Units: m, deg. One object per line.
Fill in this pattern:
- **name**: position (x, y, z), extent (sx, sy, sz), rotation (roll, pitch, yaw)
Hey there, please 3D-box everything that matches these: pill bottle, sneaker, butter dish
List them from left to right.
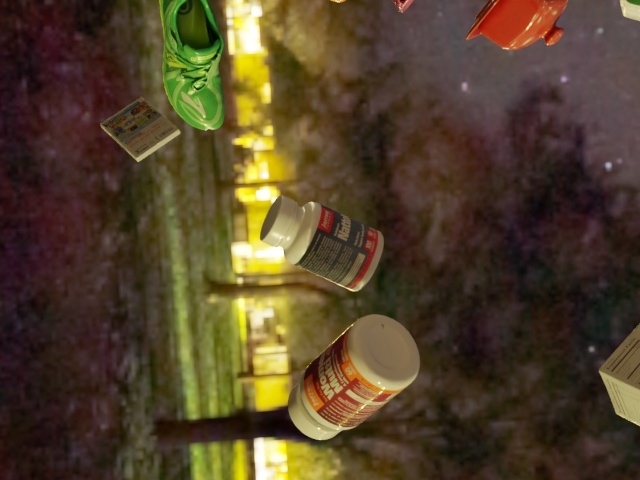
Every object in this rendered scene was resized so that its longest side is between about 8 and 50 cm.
- **sneaker**: position (-0.232, -0.331, 2.094), extent (0.123, 0.109, 0.295), rotation (-128, -155, -60)
- **pill bottle**: position (0.000, 0.000, 1.852), extent (0.108, 0.180, 0.108), rotation (-57, -163, 29)
- **pill bottle**: position (0.044, 0.212, 1.742), extent (0.221, 0.121, 0.121), rotation (-47, -141, 45)
- **butter dish**: position (0.336, -0.359, 1.834), extent (0.160, 0.118, 0.160), rotation (-34, 167, -50)

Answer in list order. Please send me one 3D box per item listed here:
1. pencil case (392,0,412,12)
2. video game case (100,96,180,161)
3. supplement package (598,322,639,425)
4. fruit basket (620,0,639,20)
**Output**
- **pencil case**: position (0.067, -0.455, 1.881), extent (0.098, 0.209, 0.095), rotation (-62, 180, -42)
- **video game case**: position (-0.300, -0.186, 1.917), extent (0.122, 0.087, 0.011), rotation (41, -20, 37)
- **supplement package**: position (0.635, 0.267, 2.022), extent (0.244, 0.134, 0.139), rotation (27, -26, 47)
- **fruit basket**: position (0.740, -0.488, 2.269), extent (0.165, 0.327, 0.353), rotation (-68, 156, -2)
